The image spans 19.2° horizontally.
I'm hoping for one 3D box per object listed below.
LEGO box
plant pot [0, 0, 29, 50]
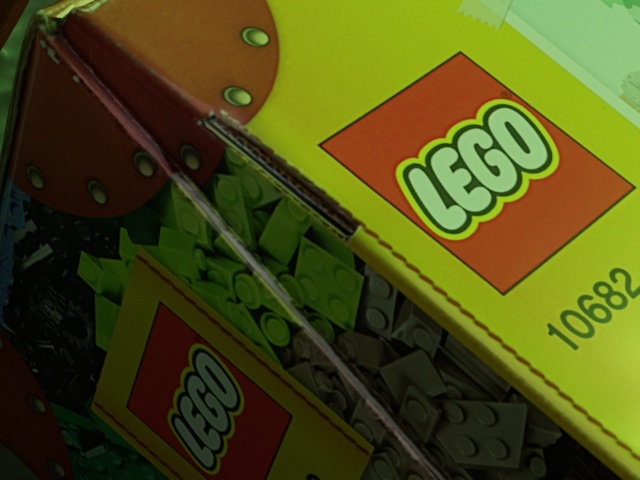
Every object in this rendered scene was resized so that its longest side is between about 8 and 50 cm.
[{"bbox_3d":[0.187,-0.004,0.684,0.372,0.193,0.500,40,49,18],"label":"LEGO box"},{"bbox_3d":[-0.220,-0.117,0.549,0.267,0.235,0.267,13,21,-22],"label":"plant pot"}]
